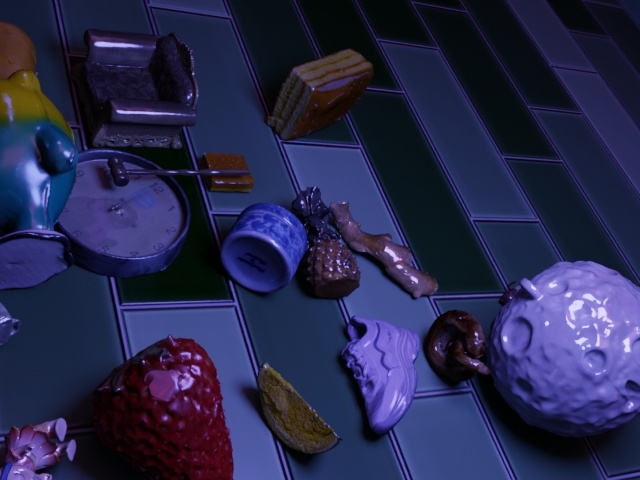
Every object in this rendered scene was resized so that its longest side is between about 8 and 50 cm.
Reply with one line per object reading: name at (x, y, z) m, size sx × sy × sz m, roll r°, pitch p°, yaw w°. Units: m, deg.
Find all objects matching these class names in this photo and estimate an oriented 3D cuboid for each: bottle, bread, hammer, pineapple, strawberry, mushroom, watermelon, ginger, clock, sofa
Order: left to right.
bread at (-0.623, -0.314, 1.602) m, size 0.142 × 0.091 × 0.305 m, roll 0°, pitch 50°, yaw -22°
clock at (-0.375, -0.057, 1.527) m, size 0.281 × 0.055 × 0.280 m, roll 15°, pitch 46°, yaw -16°
sofa at (-0.378, -0.323, 1.677) m, size 0.200 × 0.182 × 0.258 m, roll -3°, pitch 53°, yaw -30°
strawberry at (-0.221, 0.279, 1.241) m, size 0.205 × 0.205 × 0.244 m, roll -35°, pitch 95°, yaw -45°
hammer at (-0.267, -0.134, 1.603) m, size 0.292 × 0.029 × 0.058 m, roll -3°, pitch 56°, yaw -34°
bread at (-0.195, -0.141, 1.720) m, size 0.094 × 0.035 × 0.090 m, roll 0°, pitch 52°, yaw -29°
watermelon at (-0.033, 0.287, 1.383) m, size 0.181 × 0.092 × 0.075 m, roll 39°, pitch 29°, yaw 20°
pineapple at (0.000, 0.000, 1.646) m, size 0.111 × 0.119 × 0.237 m, roll 1°, pitch 55°, yaw -29°
bread at (0.004, -0.335, 1.903) m, size 0.110 × 0.184 × 0.234 m, roll 47°, pitch 46°, yaw 11°
ginger at (0.131, 0.016, 1.734) m, size 0.288 × 0.075 × 0.089 m, roll 42°, pitch 67°, yaw 4°
mushroom at (0.271, 0.208, 1.577) m, size 0.080 × 0.135 × 0.170 m, roll 3°, pitch 23°, yaw -23°
bottle at (0.440, 0.121, 1.834) m, size 0.101 × 0.047 × 0.063 m, roll -19°, pitch 48°, yaw -35°

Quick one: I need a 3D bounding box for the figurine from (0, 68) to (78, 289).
figurine at (-0.519, -0.110, 1.346) m, size 0.231 × 0.324 × 0.340 m, roll 22°, pitch 45°, yaw -54°

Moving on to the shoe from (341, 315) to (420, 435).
shoe at (0.101, 0.237, 1.504) m, size 0.138 × 0.095 × 0.245 m, roll 22°, pitch 40°, yaw -5°

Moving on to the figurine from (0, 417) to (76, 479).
figurine at (-0.411, 0.335, 1.112) m, size 0.102 × 0.111 × 0.195 m, roll -11°, pitch 27°, yaw 12°

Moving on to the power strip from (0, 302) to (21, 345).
power strip at (-0.569, 0.163, 1.197) m, size 0.052 × 0.078 × 0.272 m, roll 46°, pitch 45°, yaw 16°

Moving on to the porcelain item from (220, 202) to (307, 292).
porcelain item at (-0.104, 0.011, 1.551) m, size 0.147 × 0.147 × 0.114 m, roll 30°, pitch 41°, yaw -2°

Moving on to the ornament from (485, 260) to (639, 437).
ornament at (0.488, 0.214, 1.560) m, size 0.337 × 0.337 × 0.337 m, roll 16°, pitch 45°, yaw -16°
